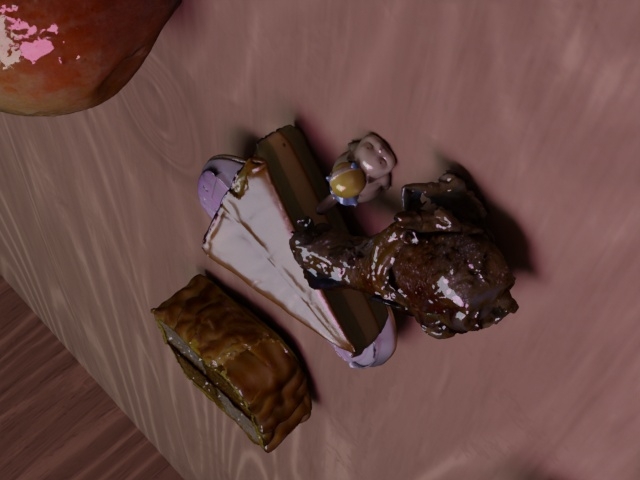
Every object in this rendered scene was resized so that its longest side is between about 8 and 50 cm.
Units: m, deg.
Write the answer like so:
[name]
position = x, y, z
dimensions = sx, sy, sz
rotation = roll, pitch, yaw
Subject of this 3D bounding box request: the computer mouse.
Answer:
[computer mouse]
position = -0.017, 0.015, 1.084
dimensions = 0.245, 0.056, 0.126
rotation = 45, 157, 8

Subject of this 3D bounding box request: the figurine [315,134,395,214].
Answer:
[figurine]
position = 0.024, -0.046, 0.902
dimensions = 0.047, 0.050, 0.083
rotation = 43, 160, 5

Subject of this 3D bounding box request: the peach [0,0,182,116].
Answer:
[peach]
position = -0.219, -0.208, 0.968
dimensions = 0.232, 0.232, 0.232
rotation = 43, 159, 21

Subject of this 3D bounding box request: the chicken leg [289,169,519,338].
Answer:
[chicken leg]
position = 0.065, 0.018, 0.865
dimensions = 0.125, 0.080, 0.196
rotation = 51, 151, -14

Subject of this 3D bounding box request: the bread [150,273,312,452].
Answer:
[bread]
position = -0.110, 0.145, 1.460
dimensions = 0.222, 0.096, 0.181
rotation = 35, 155, 41

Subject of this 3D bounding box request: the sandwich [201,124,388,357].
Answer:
[sandwich]
position = 0.000, 0.000, 0.968
dimensions = 0.163, 0.079, 0.113
rotation = 36, 124, 11
